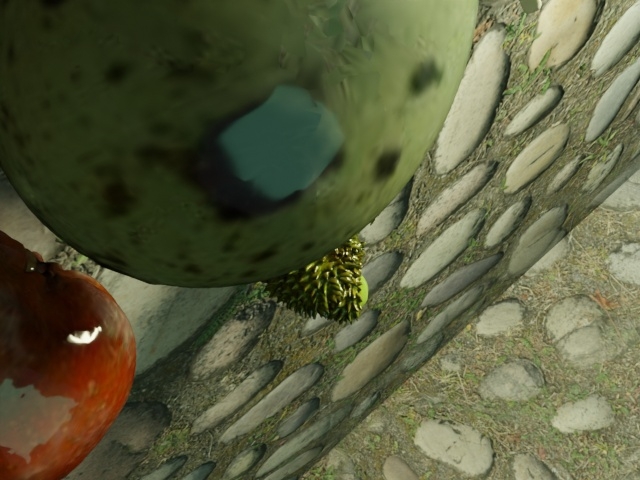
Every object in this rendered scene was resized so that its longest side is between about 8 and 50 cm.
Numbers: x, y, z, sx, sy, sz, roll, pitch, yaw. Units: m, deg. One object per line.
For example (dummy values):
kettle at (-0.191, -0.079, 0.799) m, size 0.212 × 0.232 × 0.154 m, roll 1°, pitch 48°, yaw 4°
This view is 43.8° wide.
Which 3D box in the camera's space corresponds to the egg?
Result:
egg at (-0.056, -0.160, 0.629) m, size 0.428 × 0.345 × 0.345 m, roll -43°, pitch 156°, yaw -9°

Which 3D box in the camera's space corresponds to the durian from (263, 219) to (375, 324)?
durian at (-0.002, 0.003, 1.153) m, size 0.176 × 0.200 × 0.237 m, roll 4°, pitch 121°, yaw -24°

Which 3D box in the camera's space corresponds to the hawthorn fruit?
hawthorn fruit at (-0.327, 0.123, 0.793) m, size 0.284 × 0.284 × 0.284 m, roll -33°, pitch 154°, yaw -18°

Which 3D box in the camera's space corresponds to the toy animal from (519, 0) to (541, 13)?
toy animal at (0.334, -0.408, 1.036) m, size 0.282 × 0.138 × 0.141 m, roll -28°, pitch 148°, yaw -30°
